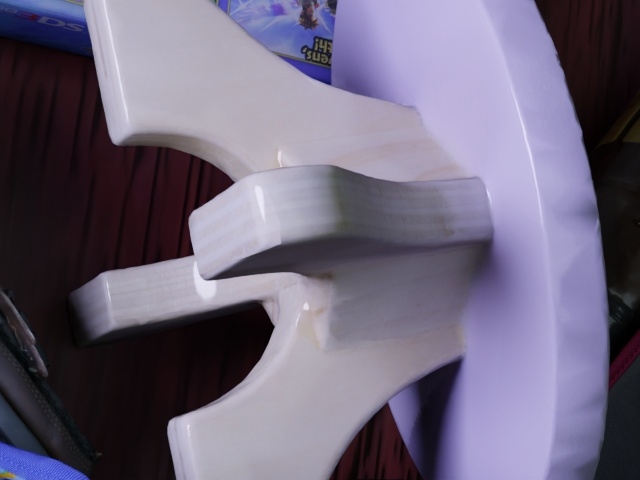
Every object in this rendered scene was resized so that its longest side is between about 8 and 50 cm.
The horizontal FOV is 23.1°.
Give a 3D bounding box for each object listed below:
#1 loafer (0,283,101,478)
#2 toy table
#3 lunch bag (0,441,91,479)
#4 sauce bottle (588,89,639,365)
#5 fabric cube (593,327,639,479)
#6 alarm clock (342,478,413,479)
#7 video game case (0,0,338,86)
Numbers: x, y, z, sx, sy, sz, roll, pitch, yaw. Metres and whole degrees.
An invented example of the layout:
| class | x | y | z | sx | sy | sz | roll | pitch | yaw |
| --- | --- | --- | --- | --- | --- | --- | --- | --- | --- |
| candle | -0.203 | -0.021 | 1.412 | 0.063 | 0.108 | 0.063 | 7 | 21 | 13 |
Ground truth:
| class | x | y | z | sx | sy | sz | roll | pitch | yaw |
| --- | --- | --- | --- | --- | --- | --- | --- | --- | --- |
| loafer | -0.178 | 0.000 | 0.658 | 0.267 | 0.096 | 0.084 | 49 | 58 | -12 |
| toy table | 0.000 | 0.000 | 0.654 | 0.160 | 0.252 | 0.274 | -8 | 71 | -25 |
| lunch bag | -0.191 | 0.147 | 0.510 | 0.221 | 0.293 | 0.138 | -29 | 96 | -28 |
| sauce bottle | 0.195 | -0.023 | 0.854 | 0.111 | 0.111 | 0.344 | 48 | 66 | -14 |
| fabric cube | 0.227 | 0.221 | 0.704 | 0.259 | 0.254 | 0.258 | -45 | 129 | -27 |
| alarm clock | 0.042 | 0.182 | 0.764 | 0.192 | 0.064 | 0.129 | 4 | 81 | -26 |
| video game case | -0.057 | -0.202 | 0.768 | 0.269 | 0.061 | 0.244 | 11 | 77 | -27 |
